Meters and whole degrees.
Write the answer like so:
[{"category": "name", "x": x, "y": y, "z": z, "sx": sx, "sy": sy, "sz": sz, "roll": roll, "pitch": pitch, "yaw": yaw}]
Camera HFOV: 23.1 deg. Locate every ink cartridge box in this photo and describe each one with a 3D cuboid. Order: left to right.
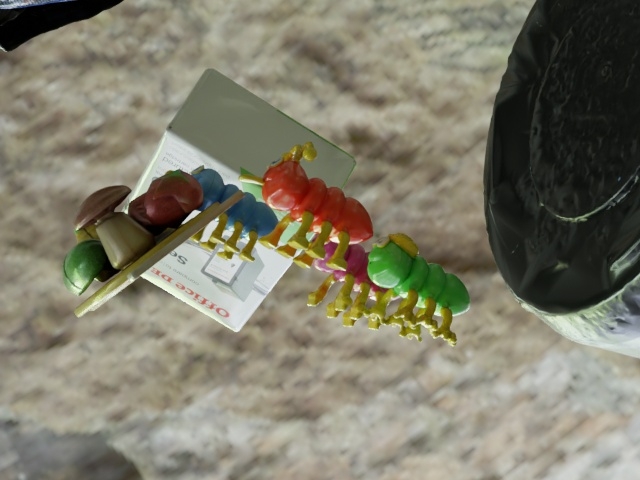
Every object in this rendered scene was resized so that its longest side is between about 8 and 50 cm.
[{"category": "ink cartridge box", "x": -0.111, "y": -0.038, "z": 1.792, "sx": 0.114, "sy": 0.198, "sz": 0.273, "roll": -62, "pitch": 6, "yaw": -38}]

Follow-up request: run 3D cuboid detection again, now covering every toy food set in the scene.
[{"category": "toy food set", "x": -0.146, "y": -0.011, "z": 1.206, "sx": 0.128, "sy": 0.071, "sz": 0.218, "roll": -39, "pitch": 4, "yaw": -24}]

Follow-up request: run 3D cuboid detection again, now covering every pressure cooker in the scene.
[{"category": "pressure cooker", "x": 0.387, "y": -0.050, "z": 1.252, "sx": 0.420, "sy": 0.375, "sz": 0.369, "roll": 14, "pitch": -59, "yaw": -23}]

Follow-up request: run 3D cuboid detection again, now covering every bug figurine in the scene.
[{"category": "bug figurine", "x": 0.000, "y": 0.000, "z": 1.199, "sx": 0.216, "sy": 0.279, "sz": 0.072, "roll": 32, "pitch": -101, "yaw": -20}]

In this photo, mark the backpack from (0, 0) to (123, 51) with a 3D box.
[{"category": "backpack", "x": -0.280, "y": -0.347, "z": 1.552, "sx": 0.263, "sy": 0.276, "sz": 0.213, "roll": -8, "pitch": -42, "yaw": -47}]
